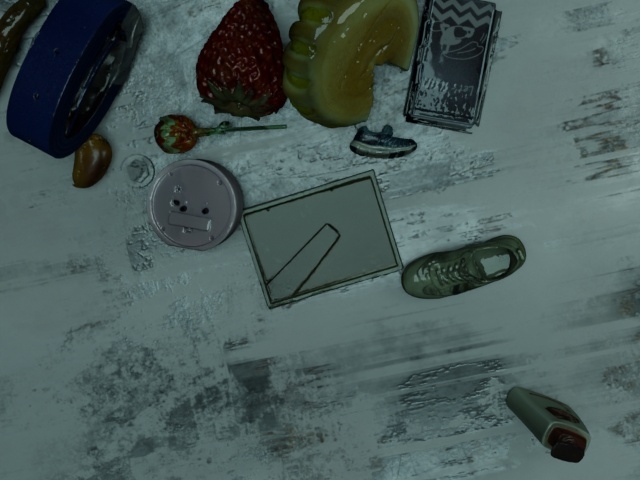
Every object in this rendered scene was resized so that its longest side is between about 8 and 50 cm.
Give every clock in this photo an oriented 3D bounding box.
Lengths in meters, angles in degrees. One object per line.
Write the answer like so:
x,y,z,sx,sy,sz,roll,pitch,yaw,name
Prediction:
-0.267,-0.076,1.834,0.196,0.068,0.197,1,97,9,clock

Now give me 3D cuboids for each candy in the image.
-0.211,-0.232,1.796,0.287,0.084,0.078,-3,60,12,candy

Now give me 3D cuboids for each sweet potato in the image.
-0.672,-0.409,1.819,0.075,0.075,0.273,30,94,-2,sweet potato

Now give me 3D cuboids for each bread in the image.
0.047,-0.393,1.695,0.160,0.333,0.333,36,100,36,bread

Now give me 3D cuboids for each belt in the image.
-0.492,-0.339,1.736,0.117,0.212,0.347,27,89,11,belt

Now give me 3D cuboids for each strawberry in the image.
-0.145,-0.380,1.748,0.205,0.205,0.245,11,77,1,strawberry

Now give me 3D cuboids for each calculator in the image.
0.277,-0.371,1.802,0.165,0.028,0.274,10,100,-2,calculator

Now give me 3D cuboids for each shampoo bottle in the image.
0.484,0.389,1.768,0.153,0.284,0.071,23,96,-3,shampoo bottle

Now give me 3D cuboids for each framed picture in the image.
0.000,0.000,1.867,0.314,0.024,0.232,-16,97,4,framed picture

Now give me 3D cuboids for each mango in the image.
-0.492,-0.168,1.845,0.077,0.063,0.127,22,103,-6,mango

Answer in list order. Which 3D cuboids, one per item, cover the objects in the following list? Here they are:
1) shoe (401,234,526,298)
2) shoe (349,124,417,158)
0.306,0.060,1.825,0.274,0.098,0.103,-20,93,6,shoe
0.134,-0.210,1.815,0.142,0.064,0.071,6,87,1,shoe
